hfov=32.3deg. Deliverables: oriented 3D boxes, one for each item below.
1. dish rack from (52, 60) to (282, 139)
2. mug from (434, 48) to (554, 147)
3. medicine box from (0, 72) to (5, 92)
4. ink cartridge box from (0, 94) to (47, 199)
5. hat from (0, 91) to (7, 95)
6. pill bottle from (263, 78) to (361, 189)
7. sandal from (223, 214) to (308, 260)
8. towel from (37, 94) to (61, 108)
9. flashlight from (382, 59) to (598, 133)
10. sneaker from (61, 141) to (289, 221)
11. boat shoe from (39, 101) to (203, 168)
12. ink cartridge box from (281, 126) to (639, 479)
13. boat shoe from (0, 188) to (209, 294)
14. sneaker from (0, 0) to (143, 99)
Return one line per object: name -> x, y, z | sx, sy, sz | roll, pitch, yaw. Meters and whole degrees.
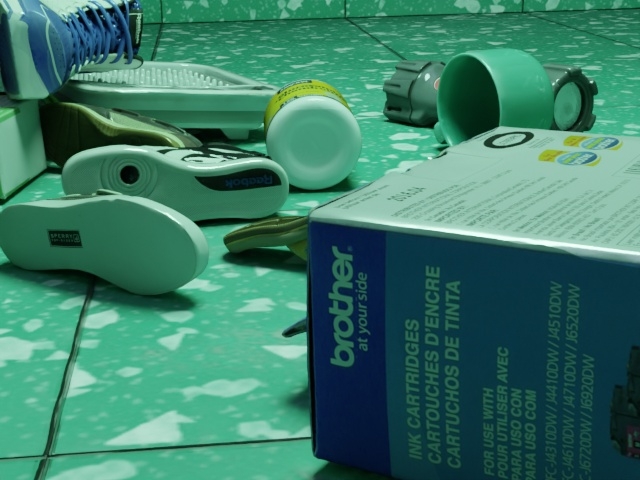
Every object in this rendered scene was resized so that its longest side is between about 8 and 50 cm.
dish rack -> -0.229, -0.194, 1.506 | 0.285, 0.072, 0.333 | -3, 17, -27
mug -> 0.206, -0.164, 1.311 | 0.097, 0.129, 0.158 | -10, 22, -25
medicine box -> -0.583, -0.328, 1.640 | 0.289, 0.263, 0.149 | -10, -16, -30
ink cartridge box -> -0.430, -0.102, 1.219 | 0.212, 0.093, 0.154 | -3, 17, 5
hat -> -0.548, -0.216, 1.413 | 0.331, 0.134, 0.331 | -6, -5, -1
pill bottle -> -0.012, -0.126, 1.249 | 0.103, 0.103, 0.184 | -2, 17, -4
sandal -> 0.000, 0.000, 0.938 | 0.180, 0.049, 0.072 | -9, 6, 28
towel -> -0.344, -0.166, 1.439 | 0.023, 0.113, 0.152 | -50, 31, -6
flashlight -> 0.216, -0.193, 1.459 | 0.103, 0.103, 0.304 | -15, 22, -35
sneaker -> -0.149, -0.058, 1.098 | 0.217, 0.079, 0.121 | 3, 12, -17
boat shoe -> -0.231, -0.111, 1.274 | 0.223, 0.080, 0.073 | 15, 17, 30
ink cartridge box -> 0.171, 0.035, 0.616 | 0.395, 0.151, 0.270 | 10, 19, 29
boat shoe -> -0.170, -0.009, 0.914 | 0.219, 0.078, 0.070 | 8, 20, 33
sneaker -> -0.297, -0.255, 1.326 | 0.182, 0.127, 0.315 | -9, 18, -14
